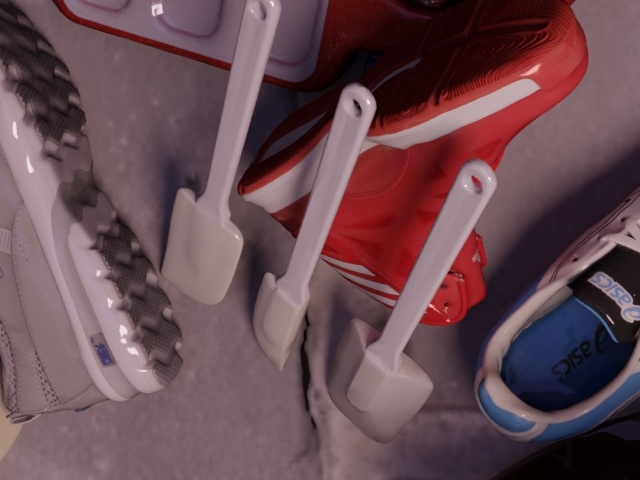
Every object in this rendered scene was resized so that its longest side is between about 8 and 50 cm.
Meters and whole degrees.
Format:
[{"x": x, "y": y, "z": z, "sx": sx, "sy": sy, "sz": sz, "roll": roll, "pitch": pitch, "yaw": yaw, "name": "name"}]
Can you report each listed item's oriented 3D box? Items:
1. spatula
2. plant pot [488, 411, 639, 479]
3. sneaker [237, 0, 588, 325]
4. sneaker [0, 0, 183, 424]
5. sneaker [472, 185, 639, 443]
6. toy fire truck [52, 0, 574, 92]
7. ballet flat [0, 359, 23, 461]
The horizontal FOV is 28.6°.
[{"x": 0.000, "y": 0.000, "z": 0.610, "sx": 0.168, "sy": 0.242, "sz": 0.019, "roll": 41, "pitch": 54, "yaw": 14, "name": "spatula"}, {"x": 0.183, "y": 0.221, "z": 0.572, "sx": 0.215, "sy": 0.215, "sz": 0.230, "roll": -22, "pitch": 100, "yaw": 11, "name": "plant pot"}, {"x": 0.068, "y": -0.032, "z": 0.611, "sx": 0.128, "sy": 0.221, "sz": 0.087, "roll": 43, "pitch": 58, "yaw": -20, "name": "sneaker"}, {"x": -0.185, "y": -0.028, "z": 0.690, "sx": 0.115, "sy": 0.105, "sz": 0.281, "roll": -25, "pitch": 84, "yaw": 11, "name": "sneaker"}, {"x": 0.170, "y": 0.012, "z": 0.623, "sx": 0.085, "sy": 0.086, "sz": 0.237, "roll": 43, "pitch": 96, "yaw": 11, "name": "sneaker"}, {"x": 0.013, "y": -0.192, "z": 0.639, "sx": 0.302, "sy": 0.169, "sz": 0.254, "roll": 19, "pitch": 119, "yaw": 11, "name": "toy fire truck"}, {"x": -0.285, "y": 0.142, "z": 0.721, "sx": 0.248, "sy": 0.086, "sz": 0.086, "roll": -29, "pitch": 83, "yaw": 10, "name": "ballet flat"}]
